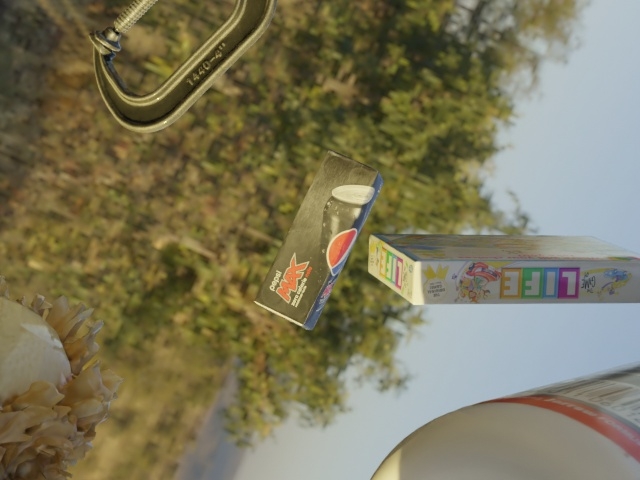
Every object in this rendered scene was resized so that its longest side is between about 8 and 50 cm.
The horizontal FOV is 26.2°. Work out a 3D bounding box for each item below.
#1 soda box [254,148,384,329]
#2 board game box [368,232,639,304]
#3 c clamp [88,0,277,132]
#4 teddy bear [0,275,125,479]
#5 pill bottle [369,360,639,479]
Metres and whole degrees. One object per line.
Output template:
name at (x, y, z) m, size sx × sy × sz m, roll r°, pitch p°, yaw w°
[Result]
soda box at (0.000, 0.000, 1.349) m, size 0.169 × 0.060 × 0.053 m, roll -64°, pitch 168°, yaw -4°
board game box at (0.116, 0.017, 0.847) m, size 0.103 × 0.154 × 0.026 m, roll -144°, pitch -124°, yaw -75°
c clamp at (-0.094, -0.153, 0.890) m, size 0.161 × 0.137 × 0.022 m, roll -48°, pitch 153°, yaw 7°
teddy bear at (-0.149, 0.138, 0.303) m, size 0.113 × 0.245 × 0.338 m, roll 113°, pitch -31°, yaw -50°
pill bottle at (0.203, 0.161, 0.709) m, size 0.362 × 0.210 × 0.210 m, roll -6°, pitch 129°, yaw -44°
